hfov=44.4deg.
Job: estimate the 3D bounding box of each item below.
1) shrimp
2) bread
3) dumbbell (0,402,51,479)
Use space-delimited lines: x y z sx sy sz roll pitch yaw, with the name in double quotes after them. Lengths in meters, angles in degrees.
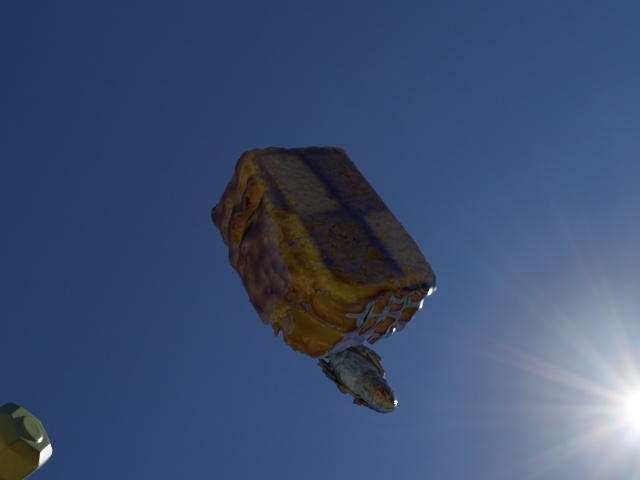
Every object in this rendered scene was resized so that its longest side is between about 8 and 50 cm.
0.051 0.211 1.345 0.090 0.233 0.079 -43 -41 -6 "shrimp"
0.000 0.000 0.773 0.181 0.222 0.096 -4 -41 -41 "bread"
-0.548 0.368 1.168 0.302 0.121 0.108 -36 -87 3 "dumbbell"
